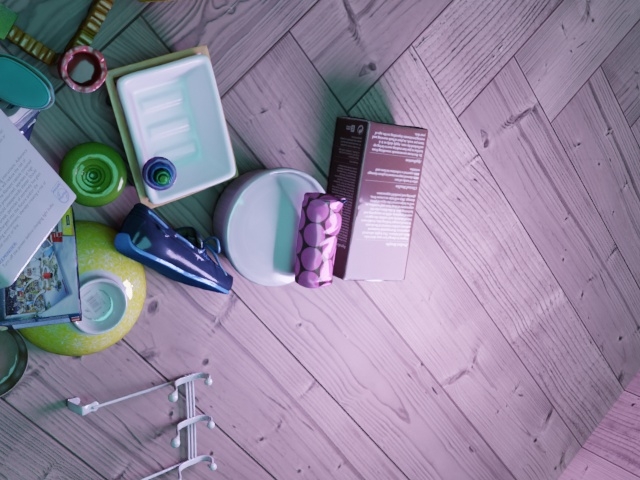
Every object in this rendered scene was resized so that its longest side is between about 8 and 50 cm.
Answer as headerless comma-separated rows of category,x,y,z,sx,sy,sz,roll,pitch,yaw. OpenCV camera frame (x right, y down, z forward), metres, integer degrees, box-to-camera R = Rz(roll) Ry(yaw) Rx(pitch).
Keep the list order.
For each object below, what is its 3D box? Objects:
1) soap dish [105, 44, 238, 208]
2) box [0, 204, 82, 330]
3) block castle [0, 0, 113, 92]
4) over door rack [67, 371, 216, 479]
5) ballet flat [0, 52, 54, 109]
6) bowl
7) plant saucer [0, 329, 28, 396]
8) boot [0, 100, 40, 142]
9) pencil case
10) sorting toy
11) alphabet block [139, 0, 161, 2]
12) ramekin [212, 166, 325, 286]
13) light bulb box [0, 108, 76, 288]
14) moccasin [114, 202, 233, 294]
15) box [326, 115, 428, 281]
soap dish,-0.311,-0.236,1.752,0.229,0.118,0.291,-23,113,-27
box,-0.542,0.049,1.607,0.159,0.044,0.233,-7,64,-10
block castle,-0.532,-0.496,1.486,0.453,0.213,0.303,32,84,-34
over door rack,-0.381,0.444,1.886,0.324,0.108,0.240,-8,106,-31
ballet flat,-0.590,-0.306,1.532,0.247,0.087,0.083,19,104,-5
bowl,-0.471,0.113,1.714,0.289,0.156,0.289,-8,106,-31
plant saucer,-0.672,0.237,1.692,0.168,0.029,0.168,-9,108,-31
boot,-0.562,-0.220,1.580,0.069,0.190,0.086,6,119,7
pencil case,0.000,0.000,1.879,0.098,0.095,0.209,-2,106,-50
sorting toy,-0.449,-0.116,1.585,0.365,0.126,0.127,-2,101,-16
alphabet block,-0.250,-0.577,1.654,0.197,0.193,0.192,-21,111,-31
ramekin,-0.118,-0.039,1.922,0.273,0.127,0.273,-9,107,-31
light bulb box,-0.674,-0.095,1.379,0.361,0.358,0.225,55,37,-30
moccasin,-0.282,0.023,1.788,0.342,0.137,0.117,39,62,-58
box,0.125,-0.099,2.060,0.191,0.143,0.381,3,98,-34
